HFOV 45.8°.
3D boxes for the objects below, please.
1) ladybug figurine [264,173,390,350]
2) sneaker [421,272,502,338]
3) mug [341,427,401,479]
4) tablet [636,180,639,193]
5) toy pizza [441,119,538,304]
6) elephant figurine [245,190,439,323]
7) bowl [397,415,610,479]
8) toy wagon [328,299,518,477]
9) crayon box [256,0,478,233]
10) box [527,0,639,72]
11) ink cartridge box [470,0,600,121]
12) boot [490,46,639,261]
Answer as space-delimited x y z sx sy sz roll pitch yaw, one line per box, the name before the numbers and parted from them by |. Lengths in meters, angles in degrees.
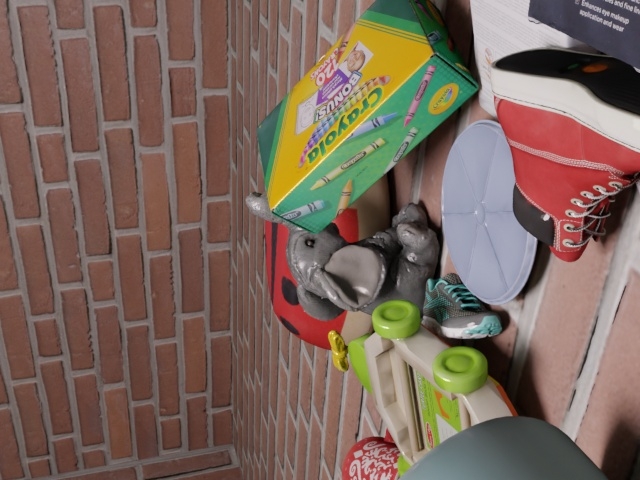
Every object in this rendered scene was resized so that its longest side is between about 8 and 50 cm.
ladybug figurine | 0.000 0.000 1.264 0.305 0.162 0.449 -122 30 -57
sneaker | 0.162 0.077 0.910 0.166 0.065 0.076 177 91 -73
mug | 0.109 0.333 1.107 0.169 0.113 0.150 154 107 -70
tablet | 0.260 -0.069 0.600 0.054 0.006 0.083 117 144 -64
toy pizza | 0.188 -0.031 0.826 0.201 0.032 0.201 175 90 -74
elephant figurine | 0.029 0.037 1.029 0.186 0.239 0.169 -113 23 -47
bowl | 0.170 0.313 0.587 0.163 0.312 0.311 23 118 56
toy wagon | 0.122 0.198 0.918 0.344 0.068 0.267 38 145 53
crayon box | 0.043 -0.158 0.921 0.278 0.081 0.165 -42 40 28
box | 0.227 -0.209 0.503 0.156 0.093 0.158 -120 27 -56
ink cartridge box | 0.202 -0.204 0.715 0.189 0.066 0.232 -118 6 -53
boot | 0.229 -0.045 0.584 0.244 0.088 0.176 39 148 60
